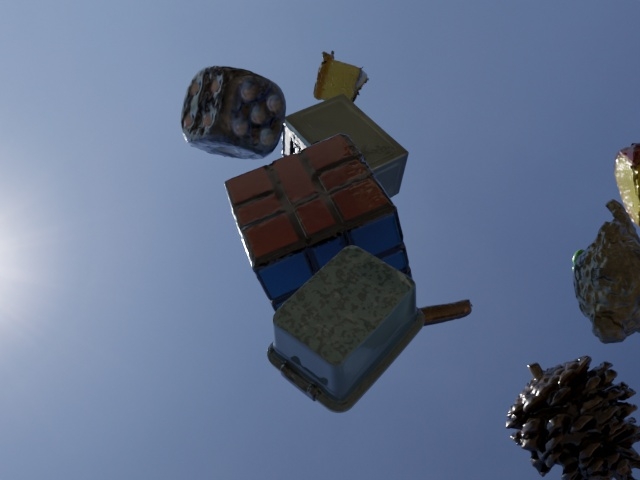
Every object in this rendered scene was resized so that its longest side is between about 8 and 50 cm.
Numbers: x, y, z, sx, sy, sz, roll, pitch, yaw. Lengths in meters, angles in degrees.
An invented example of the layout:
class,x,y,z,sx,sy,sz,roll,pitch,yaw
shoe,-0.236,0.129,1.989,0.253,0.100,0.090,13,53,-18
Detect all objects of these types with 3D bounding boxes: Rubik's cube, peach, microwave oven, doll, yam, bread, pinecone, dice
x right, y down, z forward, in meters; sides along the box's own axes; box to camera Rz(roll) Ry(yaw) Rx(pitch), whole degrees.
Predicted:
class,x,y,z,sx,sy,sz,roll,pitch,yaw
Rubik's cube,0.000,0.000,1.182,0.283,0.288,0.293,-22,-134,-1
peach,0.662,-0.117,1.181,0.092,0.127,0.172,-18,-93,7
microwave oven,0.060,-0.226,1.618,0.237,0.181,0.295,-27,-123,-25
doll,0.378,0.076,0.658,0.091,0.286,0.202,-7,-135,48
yam,0.224,0.180,1.360,0.264,0.046,0.046,-12,-127,0
bread,0.060,-0.493,1.826,0.147,0.127,0.152,23,-84,17
pinecone,0.474,0.348,1.100,0.244,0.243,0.257,-4,-120,0
dice,-0.201,-0.290,1.351,0.182,0.181,0.183,10,-92,42

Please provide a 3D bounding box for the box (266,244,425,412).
class,x,y,z,sx,sy,sz,roll,pitch,yaw
box,0.039,0.124,0.876,0.162,0.130,0.227,32,-124,29

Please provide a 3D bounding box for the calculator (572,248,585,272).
class,x,y,z,sx,sy,sz,roll,pitch,yaw
calculator,0.627,0.087,1.203,0.032,0.146,0.235,-21,-146,-39
